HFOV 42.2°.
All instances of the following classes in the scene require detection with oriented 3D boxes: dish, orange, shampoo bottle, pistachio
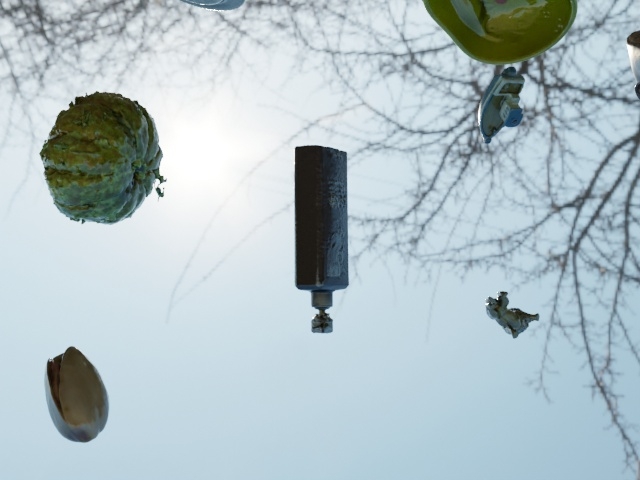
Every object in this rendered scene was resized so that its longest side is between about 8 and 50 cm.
[{"bbox_3d":[0.307,-0.435,1.438,0.221,0.263,0.108,-31,-142,45],"label":"dish"},{"bbox_3d":[-0.486,-0.172,1.813,0.223,0.300,0.301,11,-146,18],"label":"orange"},{"bbox_3d":[0.000,0.000,1.386,0.071,0.309,0.098,-1,177,27],"label":"shampoo bottle"},{"bbox_3d":[-0.540,0.342,1.831,0.144,0.144,0.215,-22,-108,-17],"label":"pistachio"}]

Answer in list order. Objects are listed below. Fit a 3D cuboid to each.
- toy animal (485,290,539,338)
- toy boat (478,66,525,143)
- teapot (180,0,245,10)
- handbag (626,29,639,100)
[{"bbox_3d":[0.360,0.144,1.584,0.086,0.220,0.069,28,-96,35],"label":"toy animal"},{"bbox_3d":[0.466,-0.335,2.132,0.088,0.215,0.102,-2,-131,-21],"label":"toy boat"},{"bbox_3d":[-0.286,-0.653,1.785,0.322,0.239,0.239,13,-100,12],"label":"teapot"},{"bbox_3d":[0.757,-0.343,1.695,0.190,0.193,0.251,-21,-158,2],"label":"handbag"}]
